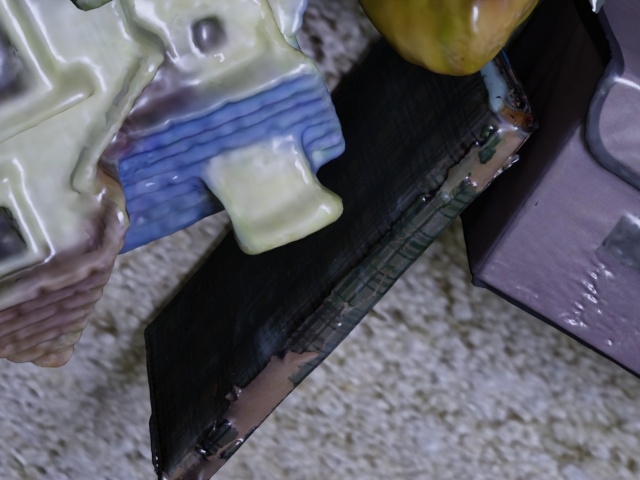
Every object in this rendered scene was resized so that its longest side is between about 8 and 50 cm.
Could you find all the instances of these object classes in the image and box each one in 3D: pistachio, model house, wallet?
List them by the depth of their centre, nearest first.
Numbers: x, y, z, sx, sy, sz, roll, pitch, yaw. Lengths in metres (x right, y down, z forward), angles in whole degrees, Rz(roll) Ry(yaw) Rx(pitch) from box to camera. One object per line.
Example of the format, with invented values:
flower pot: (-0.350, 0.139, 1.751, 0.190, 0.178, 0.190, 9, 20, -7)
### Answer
model house: (-0.130, -0.083, 0.942, 0.321, 0.261, 0.266, -24, 108, 0)
pistachio: (0.064, -0.173, 0.987, 0.110, 0.100, 0.189, -24, 71, 34)
wallet: (0.001, 0.000, 1.058, 0.044, 0.169, 0.317, 29, 115, -26)

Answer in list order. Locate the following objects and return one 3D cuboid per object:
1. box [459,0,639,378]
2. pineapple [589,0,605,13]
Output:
box: (0.212, -0.013, 1.031, 0.252, 0.188, 0.153, 29, 114, -15)
pineapple: (0.216, -0.282, 0.886, 0.223, 0.223, 0.357, 28, 125, -10)
